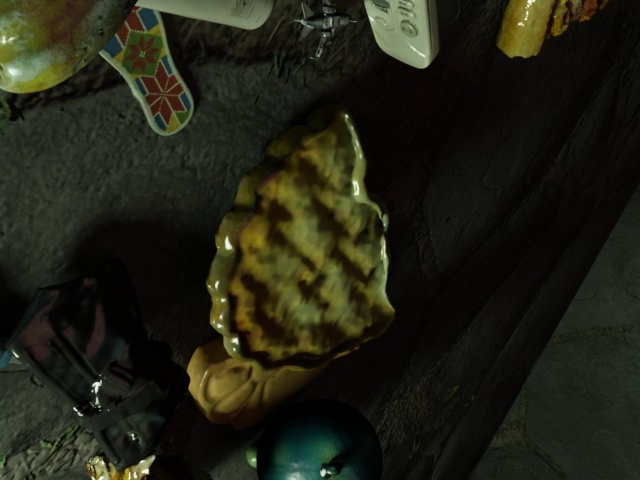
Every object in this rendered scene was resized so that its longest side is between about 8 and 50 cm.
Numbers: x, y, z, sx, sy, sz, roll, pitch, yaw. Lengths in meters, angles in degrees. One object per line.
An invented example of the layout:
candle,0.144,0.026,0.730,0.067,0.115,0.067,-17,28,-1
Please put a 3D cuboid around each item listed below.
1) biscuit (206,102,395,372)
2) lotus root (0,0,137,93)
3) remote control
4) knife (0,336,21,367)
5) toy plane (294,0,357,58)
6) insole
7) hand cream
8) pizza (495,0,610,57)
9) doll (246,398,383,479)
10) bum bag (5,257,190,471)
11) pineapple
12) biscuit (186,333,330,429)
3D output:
biscuit,0.000,0.000,0.862,0.329,0.078,0.334,1,104,-47
lotus root,-0.172,-0.186,0.455,0.113,0.088,0.192,41,84,-32
remote control,0.082,-0.278,0.729,0.049,0.090,0.230,-49,152,-12
knife,-0.285,0.103,0.671,0.058,0.032,0.244,-66,155,0
toy plane,0.008,-0.232,0.732,0.083,0.031,0.078,-18,122,-42
insole,-0.154,-0.160,0.598,0.065,0.006,0.193,-44,149,-16
hand cream,-0.106,-0.217,0.566,0.186,0.054,0.087,1,107,-49
pizza,0.404,-0.430,0.991,0.409,0.114,0.278,-48,156,13
doll,-0.011,0.352,1.129,0.199,0.186,0.322,-4,171,-16
bum bag,-0.218,0.138,0.742,0.137,0.074,0.310,-54,151,-30
pineapple,-0.219,0.386,0.930,0.158,0.161,0.334,-44,152,-14
biscuit,-0.052,0.141,1.015,0.312,0.057,0.351,-53,151,-4
